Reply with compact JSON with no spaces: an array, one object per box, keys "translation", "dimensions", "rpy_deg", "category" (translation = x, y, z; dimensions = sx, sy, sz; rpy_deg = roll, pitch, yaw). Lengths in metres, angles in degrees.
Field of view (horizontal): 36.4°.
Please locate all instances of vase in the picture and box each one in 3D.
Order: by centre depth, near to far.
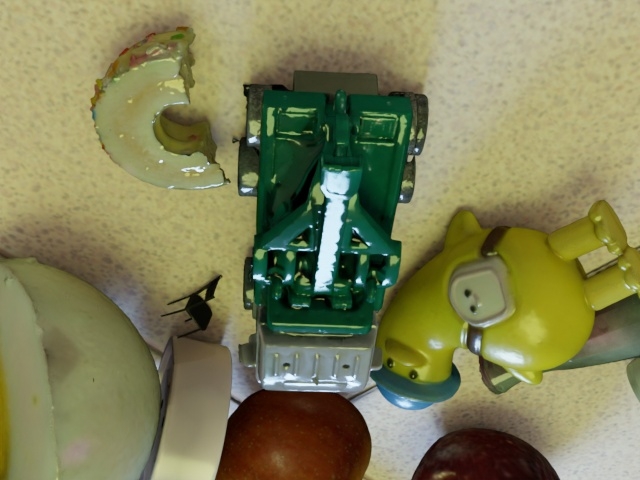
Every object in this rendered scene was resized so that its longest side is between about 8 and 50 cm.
[{"translation":[0.282,0.114,1.100],"dimensions":[0.214,0.086,0.086],"rpy_deg":[-27,129,30],"category":"vase"}]

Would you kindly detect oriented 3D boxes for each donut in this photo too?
[{"translation":[-0.148,-0.114,0.877],"dimensions":[0.108,0.065,0.166],"rpy_deg":[-7,135,7],"category":"donut"}]

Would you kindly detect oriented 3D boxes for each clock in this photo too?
[{"translation":[-0.157,0.211,1.108],"dimensions":[0.068,0.197,0.197],"rpy_deg":[13,134,-14],"category":"clock"}]

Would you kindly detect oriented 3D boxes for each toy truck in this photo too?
[{"translation":[0.000,-0.004,0.913],"dimensions":[0.176,0.178,0.363],"rpy_deg":[3,138,-4],"category":"toy truck"}]

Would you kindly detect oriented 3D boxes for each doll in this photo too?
[{"translation":[0.169,0.070,1.030],"dimensions":[0.363,0.145,0.199],"rpy_deg":[-30,88,38],"category":"doll"}]

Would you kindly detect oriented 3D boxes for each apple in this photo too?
[{"translation":[-0.042,0.268,1.160],"dimensions":[0.173,0.210,0.235],"rpy_deg":[28,157,3],"category":"apple"}]

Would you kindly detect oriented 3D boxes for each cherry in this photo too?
[{"translation":[0.216,0.365,1.246],"dimensions":[0.203,0.230,0.300],"rpy_deg":[-9,151,27],"category":"cherry"}]

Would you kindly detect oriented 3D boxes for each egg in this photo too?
[{"translation":[-0.272,0.176,1.033],"dimensions":[0.201,0.337,0.337],"rpy_deg":[-1,143,-40],"category":"egg"}]

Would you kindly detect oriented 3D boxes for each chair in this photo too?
[{"translation":[-0.134,0.076,1.086],"dimensions":[0.086,0.037,0.042],"rpy_deg":[-27,117,30],"category":"chair"}]

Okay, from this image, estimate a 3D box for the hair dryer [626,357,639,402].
[{"translation":[0.485,0.182,1.186],"dimensions":[0.131,0.073,0.236],"rpy_deg":[-32,136,30],"category":"hair dryer"}]
